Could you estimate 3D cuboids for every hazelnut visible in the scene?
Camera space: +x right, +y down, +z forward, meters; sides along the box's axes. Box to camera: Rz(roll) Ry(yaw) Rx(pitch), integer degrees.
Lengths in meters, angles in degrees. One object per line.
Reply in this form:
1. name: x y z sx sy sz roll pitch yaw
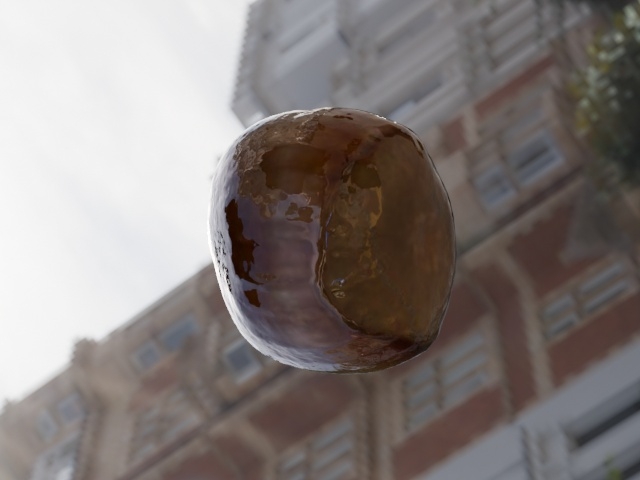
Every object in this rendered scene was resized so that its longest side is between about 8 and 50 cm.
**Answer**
1. hazelnut: 0.000 0.000 1.032 0.150 0.150 0.150 49 -163 -21
